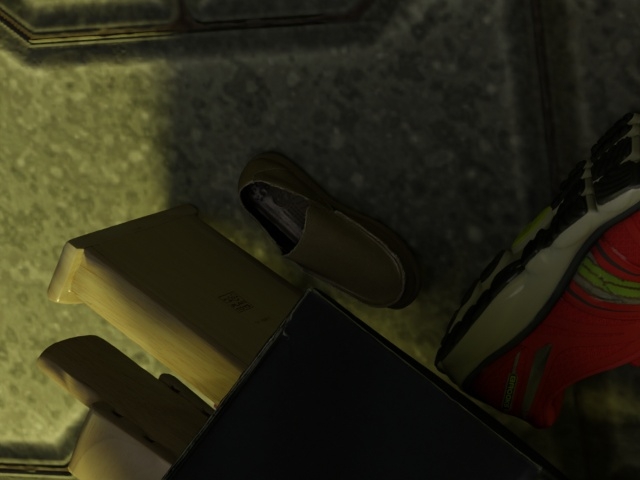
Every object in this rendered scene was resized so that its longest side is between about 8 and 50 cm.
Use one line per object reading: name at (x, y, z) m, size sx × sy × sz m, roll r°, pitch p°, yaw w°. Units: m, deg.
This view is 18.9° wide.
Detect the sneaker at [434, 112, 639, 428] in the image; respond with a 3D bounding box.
sneaker at (0.191, 0.014, 1.188) m, size 0.118 × 0.107 × 0.279 m, roll 36°, pitch 125°, yaw -8°

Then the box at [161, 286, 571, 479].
box at (0.014, 0.222, 1.129) m, size 0.182 × 0.296 × 0.294 m, roll 36°, pitch 89°, yaw 25°

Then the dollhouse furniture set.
dollhouse furniture set at (-0.134, 0.173, 1.280) m, size 0.198 × 0.286 × 0.303 m, roll 35°, pitch 117°, yaw 22°

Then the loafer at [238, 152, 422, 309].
loafer at (0.000, 0.000, 1.283) m, size 0.148 × 0.050 × 0.056 m, roll 35°, pitch 119°, yaw 11°
